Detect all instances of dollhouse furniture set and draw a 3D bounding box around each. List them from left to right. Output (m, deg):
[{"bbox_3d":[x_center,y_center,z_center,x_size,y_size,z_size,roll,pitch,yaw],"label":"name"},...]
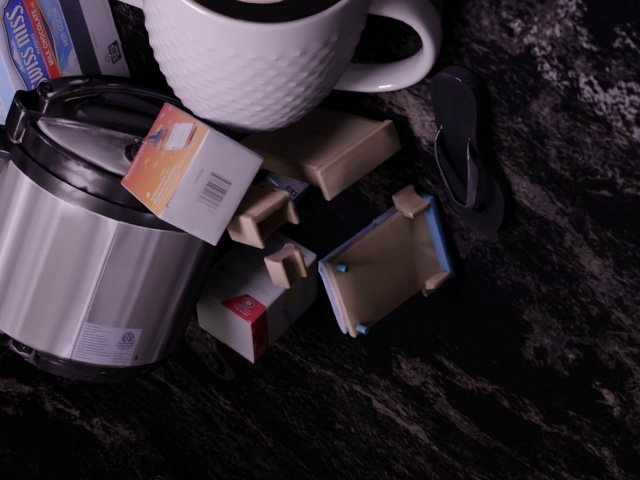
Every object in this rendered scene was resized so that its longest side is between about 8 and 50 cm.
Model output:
[{"bbox_3d":[0.000,0.000,1.788,0.198,0.286,0.303,20,139,50],"label":"dollhouse furniture set"}]

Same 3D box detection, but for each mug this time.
[{"bbox_3d":[-0.034,-0.273,1.555,0.374,0.276,0.328,12,155,-1],"label":"mug"}]

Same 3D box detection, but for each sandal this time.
[{"bbox_3d":[0.182,-0.109,1.647,0.097,0.054,0.255,17,138,40],"label":"sandal"}]

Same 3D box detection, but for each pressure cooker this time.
[{"bbox_3d":[-0.315,-0.045,1.901,0.375,0.370,0.420,31,114,17],"label":"pressure cooker"}]

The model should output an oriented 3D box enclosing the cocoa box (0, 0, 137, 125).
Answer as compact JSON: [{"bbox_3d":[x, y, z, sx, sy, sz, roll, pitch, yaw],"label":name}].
[{"bbox_3d":[-0.486,-0.333,2.037,0.231,0.228,0.347,26,144,31],"label":"cocoa box"}]

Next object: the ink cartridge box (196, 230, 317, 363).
[{"bbox_3d":[-0.104,0.084,2.110,0.128,0.176,0.127,32,149,23],"label":"ink cartridge box"}]

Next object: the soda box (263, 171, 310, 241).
[{"bbox_3d":[-0.072,-0.063,2.006,0.058,0.063,0.183,43,149,4],"label":"soda box"}]

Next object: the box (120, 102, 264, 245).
[{"bbox_3d":[-0.169,-0.089,1.636,0.091,0.130,0.170,28,-177,-31],"label":"box"}]

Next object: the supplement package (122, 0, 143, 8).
[{"bbox_3d":[-0.258,-0.435,1.657,0.203,0.149,0.194,22,150,10],"label":"supplement package"}]

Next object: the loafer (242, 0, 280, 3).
[{"bbox_3d":[-0.130,-0.337,1.329,0.268,0.102,0.092,27,173,11],"label":"loafer"}]
